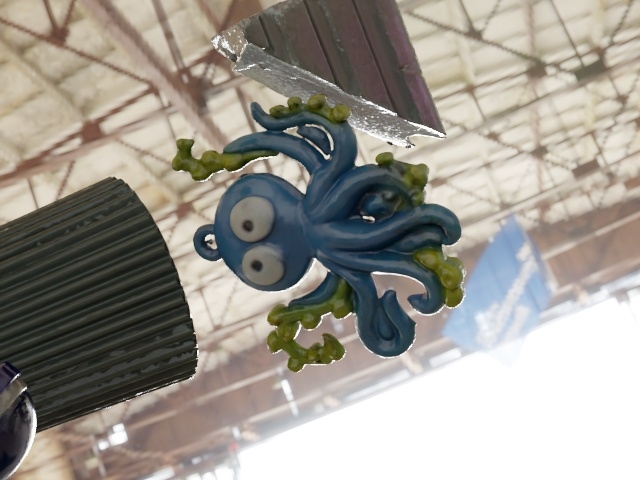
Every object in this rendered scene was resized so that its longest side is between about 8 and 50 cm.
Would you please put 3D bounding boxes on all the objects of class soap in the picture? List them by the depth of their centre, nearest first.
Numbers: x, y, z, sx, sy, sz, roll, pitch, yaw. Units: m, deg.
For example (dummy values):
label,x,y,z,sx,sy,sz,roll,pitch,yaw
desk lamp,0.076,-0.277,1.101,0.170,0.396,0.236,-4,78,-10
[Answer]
label,x,y,z,sx,sy,sz,roll,pitch,yaw
soap,0.011,-0.223,1.736,0.258,0.302,0.159,-31,14,-27

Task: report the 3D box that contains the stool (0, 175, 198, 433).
label,x,y,z,sx,sy,sz,roll,pitch,yaw
stool,-0.370,0.105,1.564,0.330,0.297,0.297,-22,-16,-22

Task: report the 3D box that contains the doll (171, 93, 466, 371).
label,x,y,z,sx,sy,sz,roll,pitch,yaw
doll,0.000,0.000,1.414,0.341,0.346,0.099,-6,19,26

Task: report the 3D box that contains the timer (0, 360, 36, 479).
label,x,y,z,sx,sy,sz,roll,pitch,yaw
timer,-0.426,0.268,1.254,0.270,0.270,0.383,1,-43,-51
